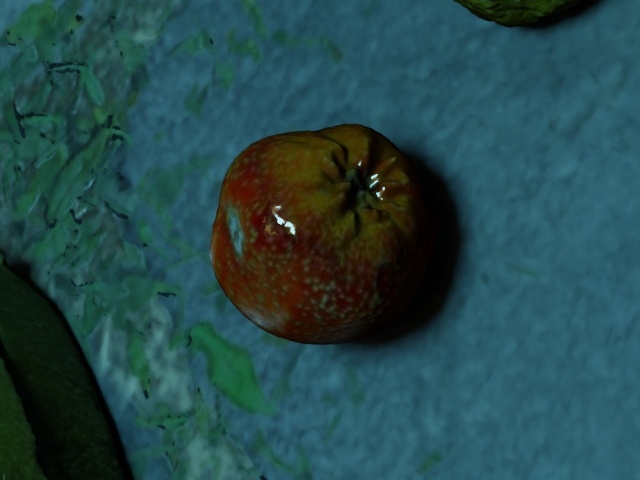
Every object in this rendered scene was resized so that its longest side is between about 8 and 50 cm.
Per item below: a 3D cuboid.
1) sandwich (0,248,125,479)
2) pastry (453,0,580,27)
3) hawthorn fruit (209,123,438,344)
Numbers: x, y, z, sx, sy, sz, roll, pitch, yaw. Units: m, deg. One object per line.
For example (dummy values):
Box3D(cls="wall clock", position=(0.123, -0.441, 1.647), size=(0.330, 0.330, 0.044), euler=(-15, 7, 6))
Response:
Box3D(cls="sandwich", position=(-0.168, 0.145, 0.831), size=(0.212, 0.109, 0.292), euler=(-55, 51, 25))
Box3D(cls="pastry", position=(0.074, -0.132, 0.716), size=(0.109, 0.057, 0.097), euler=(-16, 67, 33))
Box3D(cls="hawthorn fruit", position=(0.000, 0.000, 0.740), size=(0.093, 0.093, 0.093), euler=(-8, 77, 38))
